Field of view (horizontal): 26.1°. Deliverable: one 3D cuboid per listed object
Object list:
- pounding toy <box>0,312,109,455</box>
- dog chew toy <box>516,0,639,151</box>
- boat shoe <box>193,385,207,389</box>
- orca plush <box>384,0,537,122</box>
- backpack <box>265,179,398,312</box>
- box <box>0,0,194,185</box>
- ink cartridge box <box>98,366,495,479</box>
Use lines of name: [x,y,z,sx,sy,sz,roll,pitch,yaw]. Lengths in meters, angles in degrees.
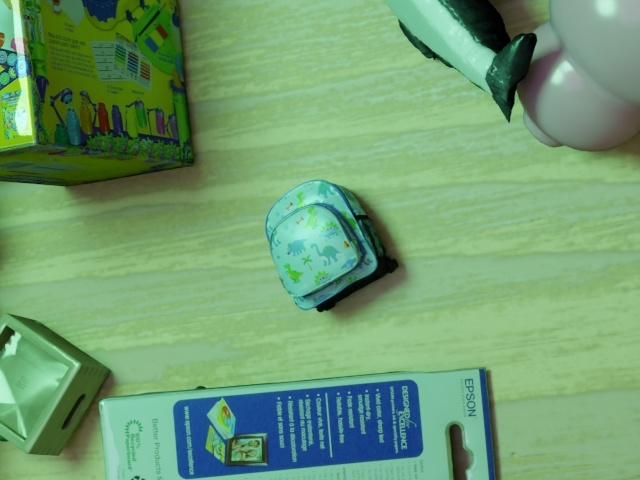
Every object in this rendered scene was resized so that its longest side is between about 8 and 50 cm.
pounding toy: [-0.320,0.165,1.494,0.130,0.100,0.141,31,90,20]
dog chew toy: [0.293,-0.207,1.176,0.206,0.206,0.332,50,123,16]
boat shoe: [-0.098,0.259,1.395,0.073,0.080,0.223,-28,83,15]
orca plush: [0.132,-0.233,1.266,0.102,0.151,0.287,-32,34,-5]
backpack: [0.000,0.000,1.354,0.105,0.084,0.114,-31,75,18]
box: [-0.279,-0.207,1.365,0.177,0.290,0.279,-8,86,24]
ink cartridge box: [-0.020,0.222,1.324,0.371,0.069,0.176,-5,87,-4]
